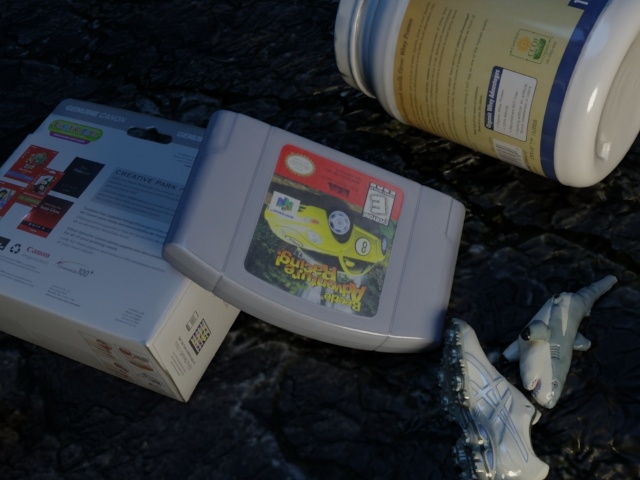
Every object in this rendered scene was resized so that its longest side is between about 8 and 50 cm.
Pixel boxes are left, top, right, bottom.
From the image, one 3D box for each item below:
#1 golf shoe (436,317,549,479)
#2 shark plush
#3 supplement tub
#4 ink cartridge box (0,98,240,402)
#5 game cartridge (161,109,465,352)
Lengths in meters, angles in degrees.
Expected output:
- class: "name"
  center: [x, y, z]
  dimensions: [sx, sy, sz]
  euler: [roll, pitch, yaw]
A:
- class: "golf shoe"
  center: [0.162, 0.155, 0.831]
  dimensions: [0.086, 0.069, 0.176]
  euler: [0, 56, -10]
- class: "shark plush"
  center: [0.242, 0.093, 0.869]
  dimensions: [0.067, 0.073, 0.161]
  euler: [40, 50, 13]
- class: "supplement tub"
  center: [0.196, -0.212, 0.966]
  dimensions: [0.316, 0.228, 0.228]
  euler: [26, 65, 28]
- class: "ink cartridge box"
  center: [-0.228, -0.004, 0.991]
  dimensions: [0.309, 0.130, 0.272]
  euler: [16, 59, 24]
- class: "game cartridge"
  center: [0.000, 0.000, 0.889]
  dimensions: [0.294, 0.060, 0.196]
  euler: [20, 65, -10]
